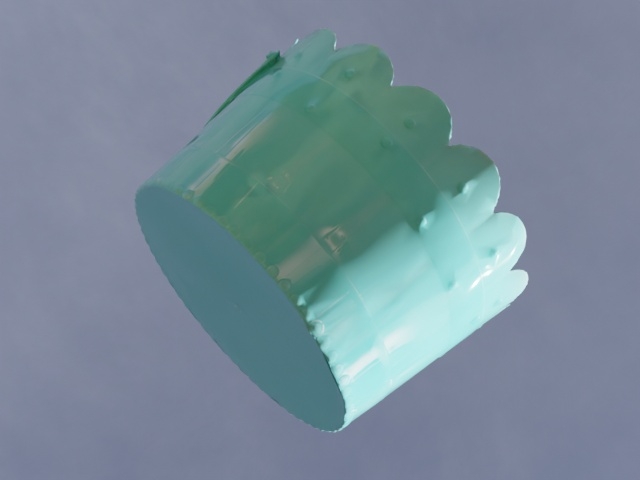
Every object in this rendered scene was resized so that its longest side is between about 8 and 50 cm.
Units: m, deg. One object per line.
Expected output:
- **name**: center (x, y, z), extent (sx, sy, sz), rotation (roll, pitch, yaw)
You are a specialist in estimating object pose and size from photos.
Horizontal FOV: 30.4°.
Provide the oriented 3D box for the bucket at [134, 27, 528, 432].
- **bucket**: center (0.000, 0.000, 0.916), extent (0.183, 0.281, 0.281), rotation (-39, -95, -21)
